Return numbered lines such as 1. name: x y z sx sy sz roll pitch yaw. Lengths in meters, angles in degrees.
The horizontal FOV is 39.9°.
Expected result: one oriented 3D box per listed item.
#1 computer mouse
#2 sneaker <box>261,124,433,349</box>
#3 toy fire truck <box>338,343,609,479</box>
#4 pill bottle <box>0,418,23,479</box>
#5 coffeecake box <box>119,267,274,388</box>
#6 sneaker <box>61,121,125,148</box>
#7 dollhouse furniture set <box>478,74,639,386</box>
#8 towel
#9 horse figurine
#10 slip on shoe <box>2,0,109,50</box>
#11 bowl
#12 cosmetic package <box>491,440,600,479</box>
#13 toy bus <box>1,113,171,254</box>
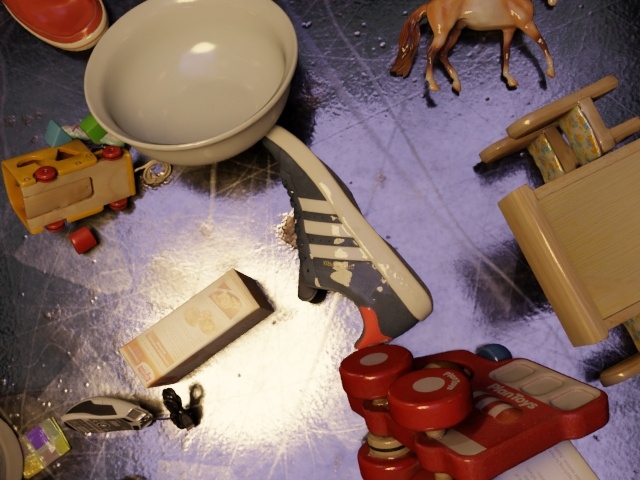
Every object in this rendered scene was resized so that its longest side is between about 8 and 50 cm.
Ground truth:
1. computer mouse: -0.276 0.240 1.249 0.193 0.106 0.042 -4 59 12
2. sneaker: 0.000 0.000 1.231 0.148 0.131 0.350 -39 78 7
3. toy fire truck: 0.179 0.214 1.128 0.254 0.302 0.169 -18 105 -23
4. pill bottle: -0.540 0.315 1.113 0.204 0.361 0.204 -1 84 9
5. coffeecake box: -0.166 0.123 1.220 0.186 0.142 0.068 -36 82 0
6. sneaker: -0.336 -0.179 1.323 0.098 0.038 0.069 12 83 -4
7. dollhouse furniture set: 0.327 0.006 1.061 0.257 0.394 0.362 -25 83 -8
8. towel: -0.412 0.304 1.287 0.083 0.009 0.060 -33 81 1
9. horse figurine: 0.228 -0.307 1.277 0.264 0.066 0.174 -7 89 1
10. slip on shoe: -0.450 -0.413 1.325 0.123 0.101 0.331 -42 84 -3
11. bowl: -0.166 -0.209 1.239 0.298 0.134 0.297 -5 57 7
12. cosmetic package: 0.273 0.351 1.155 0.184 0.151 0.151 -35 82 0
13. toy bus: -0.356 -0.095 1.276 0.191 0.202 0.104 -53 52 5
